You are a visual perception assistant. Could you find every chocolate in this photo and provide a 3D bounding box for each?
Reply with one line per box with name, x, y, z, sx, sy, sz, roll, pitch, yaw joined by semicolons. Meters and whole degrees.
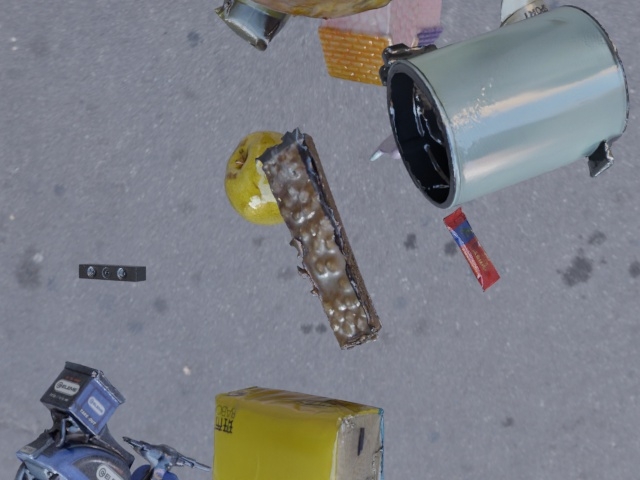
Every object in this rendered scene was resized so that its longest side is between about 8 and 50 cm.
chocolate;0.006;-0.002;1.136;0.102;0.065;0.329;-26;82;37

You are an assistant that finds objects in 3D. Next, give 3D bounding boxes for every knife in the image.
knife;0.193;-0.242;1.954;0.038;0.398;0.132;42;94;-6

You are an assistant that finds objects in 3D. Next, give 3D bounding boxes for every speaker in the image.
speaker;-0.553;0.085;2.042;0.191;0.046;0.040;1;92;25

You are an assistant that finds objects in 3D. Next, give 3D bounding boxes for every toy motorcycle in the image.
toy motorcycle;-0.316;0.364;1.190;0.125;0.212;0.358;7;140;36

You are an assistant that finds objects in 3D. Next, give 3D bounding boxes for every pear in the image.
pear;-0.106;-0.131;1.693;0.209;0.209;0.209;0;111;0

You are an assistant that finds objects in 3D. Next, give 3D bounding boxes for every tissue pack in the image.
tissue pack;-0.025;0.208;0.731;0.169;0.082;0.120;0;88;42

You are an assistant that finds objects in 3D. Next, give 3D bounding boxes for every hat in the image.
hat;0.413;-0.447;1.482;0.147;0.085;0.175;-29;139;-21

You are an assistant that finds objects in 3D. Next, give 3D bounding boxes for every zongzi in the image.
zongzi;-0.112;-0.596;1.775;0.154;0.317;0.289;33;99;-12

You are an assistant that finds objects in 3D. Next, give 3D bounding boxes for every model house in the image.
model house;0.117;-0.445;1.566;0.202;0.237;0.237;14;114;31

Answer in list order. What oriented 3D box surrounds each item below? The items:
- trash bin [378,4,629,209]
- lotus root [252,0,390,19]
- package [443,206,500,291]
trash bin;0.254;-0.186;1.079;0.262;0.217;0.277;-21;76;-9
lotus root;-0.034;-0.311;0.774;0.180;0.188;0.199;-26;133;-8
package;0.359;0.020;1.821;0.022;0.083;0.200;-26;95;45
